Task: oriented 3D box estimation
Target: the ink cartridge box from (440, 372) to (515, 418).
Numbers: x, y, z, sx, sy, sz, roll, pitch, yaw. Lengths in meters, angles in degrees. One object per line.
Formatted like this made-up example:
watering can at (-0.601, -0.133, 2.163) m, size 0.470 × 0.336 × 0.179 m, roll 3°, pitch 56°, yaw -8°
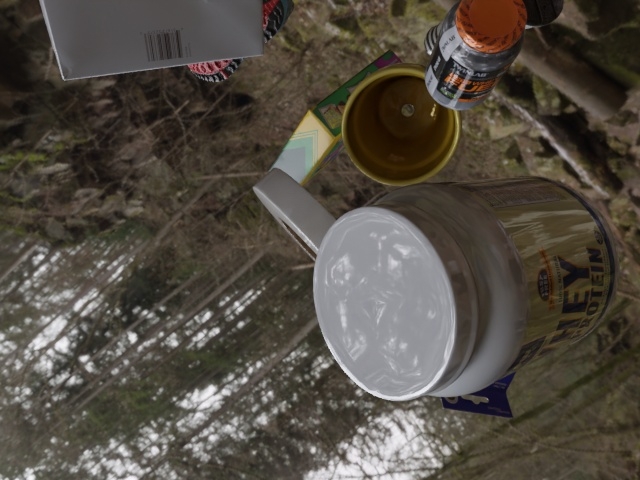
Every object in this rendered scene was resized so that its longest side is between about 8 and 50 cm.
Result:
ink cartridge box at (0.326, 0.206, 1.233) m, size 0.175 × 0.069 × 0.371 m, roll 13°, pitch -134°, yaw -17°

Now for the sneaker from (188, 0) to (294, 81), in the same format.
sneaker at (-0.152, -0.399, 1.066) m, size 0.104 × 0.261 × 0.125 m, roll 59°, pitch -145°, yaw -20°

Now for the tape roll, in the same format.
tape roll at (0.000, 0.000, 1.238) m, size 0.392 × 0.072 × 0.392 m, roll 46°, pitch 175°, yaw 6°

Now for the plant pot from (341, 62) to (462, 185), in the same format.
plant pot at (0.192, -0.279, 1.243) m, size 0.254 × 0.254 × 0.239 m, roll 49°, pitch -154°, yaw -10°

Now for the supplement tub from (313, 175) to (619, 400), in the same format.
supplement tub at (0.177, 0.046, 0.653) m, size 0.324 × 0.235 × 0.235 m, roll -9°, pitch -125°, yaw -40°

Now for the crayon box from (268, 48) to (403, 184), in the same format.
crayon box at (0.052, -0.326, 1.513) m, size 0.106 × 0.363 × 0.313 m, roll 45°, pitch 148°, yaw 0°

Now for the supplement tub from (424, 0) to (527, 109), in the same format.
supplement tub at (0.227, -0.281, 0.810) m, size 0.117 × 0.117 × 0.190 m, roll 53°, pitch 175°, yaw 8°

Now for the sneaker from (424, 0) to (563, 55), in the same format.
sneaker at (0.472, -0.641, 1.565) m, size 0.257 × 0.447 × 0.169 m, roll 3°, pitch 118°, yaw 61°

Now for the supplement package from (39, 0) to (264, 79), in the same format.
supplement package at (-0.220, -0.339, 0.691) m, size 0.145 × 0.261 × 0.204 m, roll 51°, pitch 148°, yaw 46°
